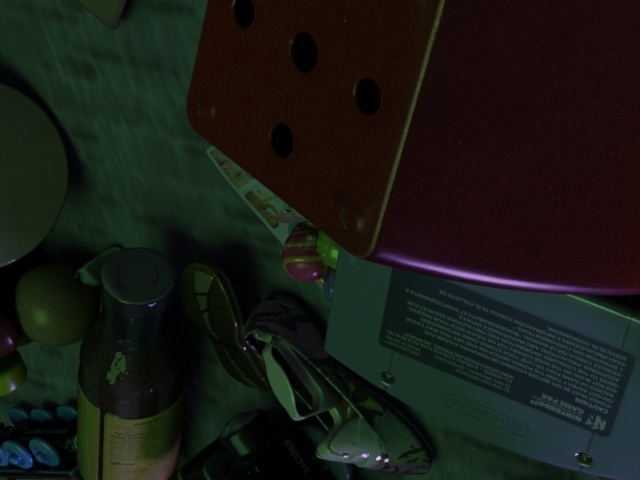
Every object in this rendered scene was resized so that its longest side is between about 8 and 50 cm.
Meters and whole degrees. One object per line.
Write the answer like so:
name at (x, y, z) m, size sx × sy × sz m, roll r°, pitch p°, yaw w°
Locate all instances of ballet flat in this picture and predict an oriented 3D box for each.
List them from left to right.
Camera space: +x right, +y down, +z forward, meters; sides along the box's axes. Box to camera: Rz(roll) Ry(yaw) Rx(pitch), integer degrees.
ballet flat at (0.007, 0.149, 1.497) m, size 0.221 × 0.079 × 0.077 m, roll 49°, pitch 140°, yaw -4°

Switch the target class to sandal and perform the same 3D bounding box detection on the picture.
sandal at (-0.080, 0.074, 1.540) m, size 0.072 × 0.049 × 0.180 m, roll 19°, pitch 149°, yaw 37°

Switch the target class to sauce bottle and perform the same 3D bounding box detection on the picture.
sauce bottle at (-0.186, 0.141, 1.622) m, size 0.111 × 0.111 × 0.344 m, roll 33°, pitch 143°, yaw 16°

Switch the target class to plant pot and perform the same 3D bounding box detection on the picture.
plant pot at (0.076, -0.121, 0.980) m, size 0.267 × 0.236 × 0.267 m, roll 38°, pitch 126°, yaw 36°

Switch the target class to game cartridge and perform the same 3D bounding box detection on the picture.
game cartridge at (0.150, 0.080, 1.304) m, size 0.297 × 0.062 × 0.198 m, roll 22°, pitch 139°, yaw 14°

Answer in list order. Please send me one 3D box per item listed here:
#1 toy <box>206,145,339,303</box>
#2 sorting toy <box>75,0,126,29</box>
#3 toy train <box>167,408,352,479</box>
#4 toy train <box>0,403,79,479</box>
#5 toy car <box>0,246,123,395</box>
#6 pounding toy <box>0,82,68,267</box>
toy at (0.000, 0.000, 1.394) m, size 0.237 × 0.056 × 0.137 m, roll 52°, pitch 142°, yaw -7°
sorting toy at (-0.264, -0.333, 1.351) m, size 0.307 × 0.041 × 0.229 m, roll 39°, pitch 140°, yaw 9°
toy train at (-0.013, 0.315, 1.614) m, size 0.334 × 0.142 × 0.190 m, roll 56°, pitch 145°, yaw -8°
toy train at (-0.310, 0.247, 1.863) m, size 0.184 × 0.080 × 0.105 m, roll -8°, pitch 123°, yaw 45°
toy car at (-0.272, 0.054, 1.657) m, size 0.188 × 0.149 × 0.155 m, roll -7°, pitch 126°, yaw 12°
pounding toy at (-0.358, -0.085, 1.576) m, size 0.237 × 0.183 × 0.110 m, roll 56°, pitch 166°, yaw -12°
